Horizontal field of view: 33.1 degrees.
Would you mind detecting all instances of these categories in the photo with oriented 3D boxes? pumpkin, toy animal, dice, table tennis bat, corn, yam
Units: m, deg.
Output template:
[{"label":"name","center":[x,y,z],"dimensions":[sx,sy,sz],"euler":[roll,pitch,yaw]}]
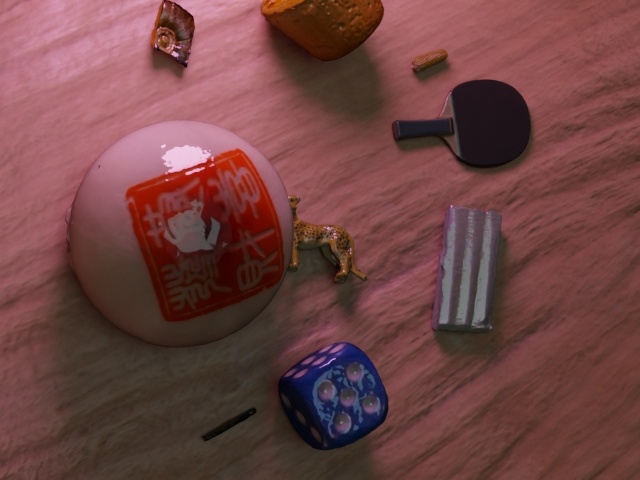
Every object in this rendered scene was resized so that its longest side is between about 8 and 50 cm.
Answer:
[{"label":"pumpkin","center":[-0.253,-0.352,1.845],"dimensions":[0.073,0.035,0.101],"euler":[19,75,-31]},{"label":"toy animal","center":[0.000,0.000,1.899],"dimensions":[0.181,0.073,0.136],"euler":[10,75,-18]},{"label":"dice","center":[0.021,0.266,1.842],"dimensions":[0.143,0.146,0.146],"euler":[-30,97,-24]},{"label":"table tennis bat","center":[0.275,-0.219,2.053],"dimensions":[0.301,0.022,0.173],"euler":[-8,89,-24]},{"label":"corn","center":[0.204,-0.339,2.030],"dimensions":[0.083,0.028,0.027],"euler":[-24,138,-22]},{"label":"yam","center":[-0.154,0.314,1.837],"dimensions":[0.107,0.014,0.014],"euler":[-27,96,-23]}]

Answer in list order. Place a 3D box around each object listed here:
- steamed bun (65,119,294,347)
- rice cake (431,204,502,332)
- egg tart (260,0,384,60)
[{"label":"steamed bun","center":[-0.209,-0.015,1.725],"dimensions":[0.375,0.241,0.374],"euler":[3,83,-25]},{"label":"rice cake","center":[0.273,0.056,2.018],"dimensions":[0.127,0.043,0.237],"euler":[8,82,-20]},{"label":"egg tart","center":[0.013,-0.413,1.885],"dimensions":[0.147,0.203,0.202],"euler":[47,70,-28]}]
